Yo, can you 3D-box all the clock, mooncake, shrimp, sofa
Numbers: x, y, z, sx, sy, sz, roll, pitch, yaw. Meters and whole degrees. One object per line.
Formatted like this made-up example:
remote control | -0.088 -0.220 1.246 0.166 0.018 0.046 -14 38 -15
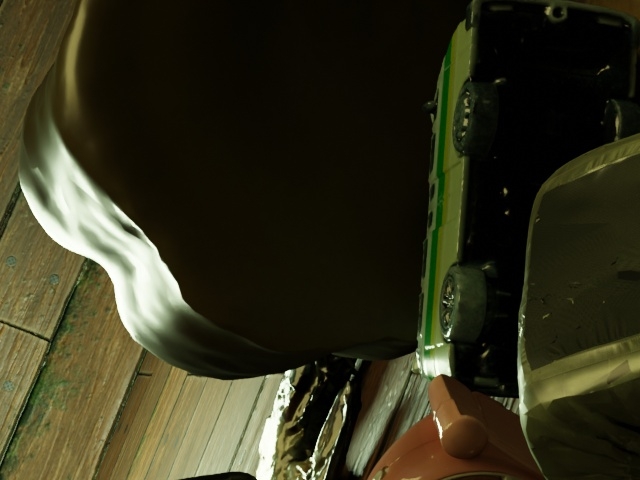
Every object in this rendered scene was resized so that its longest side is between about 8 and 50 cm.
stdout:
clock | 0.091 0.186 0.908 0.162 0.166 0.093 -55 16 13
mooncake | -0.020 -0.104 1.225 0.262 0.467 0.467 -23 44 68
shrimp | 0.006 0.179 1.486 0.233 0.071 0.365 -142 73 -74
sofa | 0.233 0.047 0.762 0.225 0.176 0.210 -24 35 28

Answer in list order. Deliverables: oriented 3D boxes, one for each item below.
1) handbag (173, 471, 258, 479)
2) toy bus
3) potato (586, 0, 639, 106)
handbag | -0.188 0.387 1.485 0.341 0.247 0.240 140 126 -64
toy bus | 0.141 -0.021 1.011 0.165 0.134 0.276 141 135 -76
potato | 0.248 -0.159 1.024 0.261 0.100 0.120 -58 15 34
